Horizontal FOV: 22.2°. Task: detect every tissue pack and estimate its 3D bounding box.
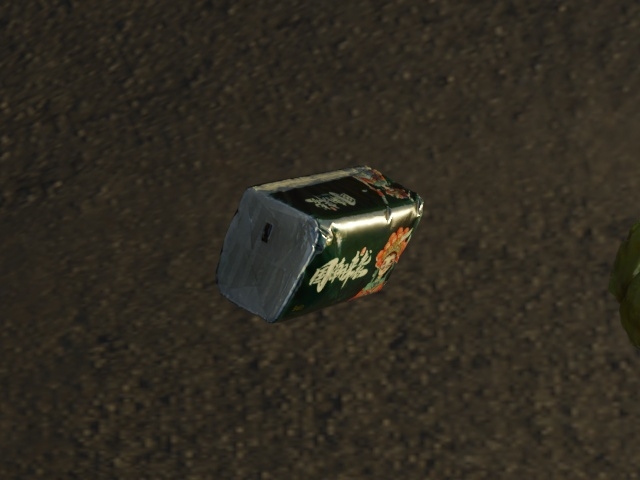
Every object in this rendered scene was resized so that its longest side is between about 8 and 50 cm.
[{"bbox_3d":[-0.001,0.001,1.333,0.170,0.090,0.103,-13,132,-55],"label":"tissue pack"}]

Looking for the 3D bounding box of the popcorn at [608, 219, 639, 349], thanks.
[{"bbox_3d":[0.408,0.051,1.717,0.183,0.204,0.221,51,33,-34],"label":"popcorn"}]
